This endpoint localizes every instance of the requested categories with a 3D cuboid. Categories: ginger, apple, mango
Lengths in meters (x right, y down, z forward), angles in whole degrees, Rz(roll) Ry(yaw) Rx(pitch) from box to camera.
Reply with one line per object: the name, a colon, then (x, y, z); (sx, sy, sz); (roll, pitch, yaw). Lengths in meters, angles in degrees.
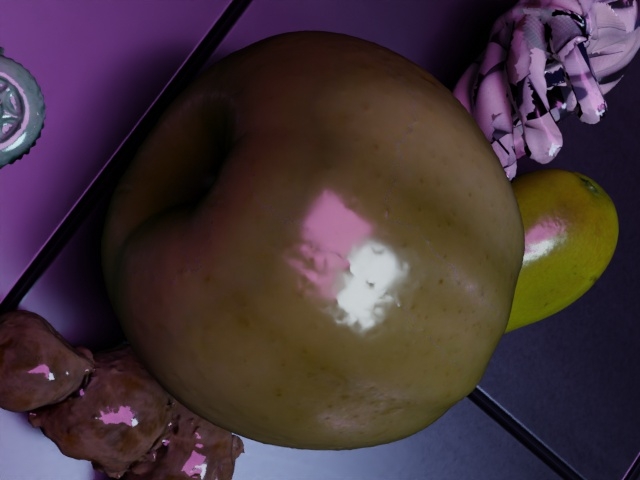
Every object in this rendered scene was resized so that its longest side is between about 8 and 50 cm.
ginger: (-0.143, 0.116, 1.098); (0.204, 0.080, 0.104); (42, 82, -24)
apple: (0.000, 0.000, 1.071); (0.279, 0.279, 0.279); (-2, 95, -25)
mango: (0.146, 0.012, 1.209); (0.163, 0.089, 0.117); (-31, 148, -18)

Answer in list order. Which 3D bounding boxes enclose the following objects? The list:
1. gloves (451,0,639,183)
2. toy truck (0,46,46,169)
gloves: (0.160, -0.124, 1.207); (0.212, 0.127, 0.111); (-32, 98, -24)
toy truck: (-0.275, -0.012, 0.988); (0.156, 0.155, 0.278); (19, 86, -17)
